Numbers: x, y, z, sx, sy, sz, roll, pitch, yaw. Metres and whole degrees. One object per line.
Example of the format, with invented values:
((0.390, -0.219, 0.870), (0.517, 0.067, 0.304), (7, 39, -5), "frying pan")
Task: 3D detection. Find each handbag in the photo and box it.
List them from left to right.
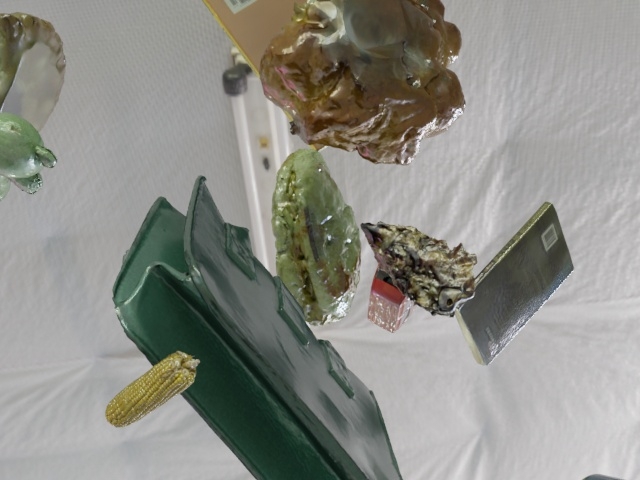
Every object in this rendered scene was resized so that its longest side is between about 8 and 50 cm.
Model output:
((-0.047, 0.111, 0.706), (0.089, 0.238, 0.326), (-34, -69, 10), "handbag")

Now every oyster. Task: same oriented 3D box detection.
((0.093, 0.027, 0.766), (0.132, 0.086, 0.029), (11, -6, 28), "oyster")

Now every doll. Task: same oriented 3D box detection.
((-0.342, -0.086, 0.796), (0.115, 0.078, 0.150), (25, -39, -34), "doll")

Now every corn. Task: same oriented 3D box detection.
((-0.118, 0.104, 0.541), (0.083, 0.028, 0.027), (-35, -58, 18), "corn")

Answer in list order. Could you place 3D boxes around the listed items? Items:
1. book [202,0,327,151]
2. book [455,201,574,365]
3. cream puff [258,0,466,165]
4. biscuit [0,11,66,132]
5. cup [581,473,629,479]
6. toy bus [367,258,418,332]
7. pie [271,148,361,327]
((-0.016, -0.377, 1.404), (0.262, 0.028, 0.374), (-36, -92, -17), "book")
((0.299, 0.069, 1.177), (0.228, 0.024, 0.160), (-44, -48, -15), "book")
((0.053, -0.206, 0.907), (0.268, 0.241, 0.155), (-5, -17, -22), "cream puff")
((-0.591, -0.288, 1.475), (0.078, 0.329, 0.335), (23, -33, 4), "biscuit")
((0.266, 0.264, 0.570), (0.155, 0.176, 0.131), (-8, -70, 46), "cup")
((0.128, 0.075, 1.304), (0.081, 0.089, 0.195), (28, -27, 15), "toy bus")
((0.000, 0.000, 1.072), (0.089, 0.201, 0.248), (-7, -69, 25), "pie")
